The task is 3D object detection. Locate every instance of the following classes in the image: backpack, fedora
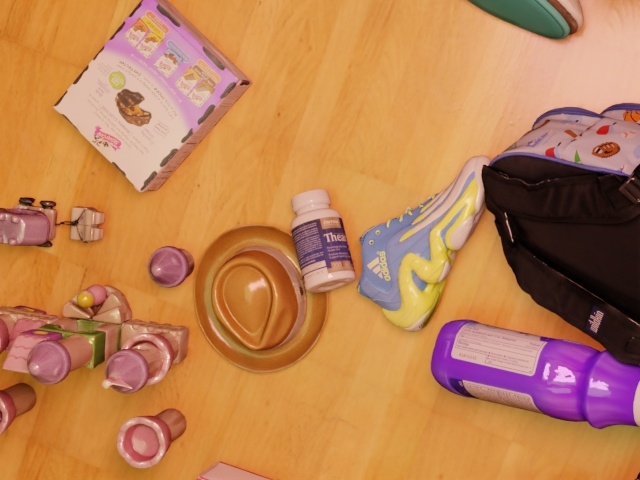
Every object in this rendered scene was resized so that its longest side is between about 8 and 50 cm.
[{"bbox_3d":[0.324,-0.037,1.541,0.263,0.213,0.277,16,134,38],"label":"backpack"},{"bbox_3d":[-0.084,0.077,1.736,0.194,0.079,0.194,1,96,13],"label":"fedora"}]

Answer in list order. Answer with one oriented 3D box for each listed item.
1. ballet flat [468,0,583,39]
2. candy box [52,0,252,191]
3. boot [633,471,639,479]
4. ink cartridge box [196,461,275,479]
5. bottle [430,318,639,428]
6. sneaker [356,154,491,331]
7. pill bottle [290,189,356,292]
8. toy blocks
[{"bbox_3d":[0.151,-0.381,1.625,0.400,0.139,0.139,27,100,7],"label":"ballet flat"},{"bbox_3d":[-0.216,-0.187,1.748,0.165,0.070,0.196,44,102,6],"label":"candy box"},{"bbox_3d":[0.403,0.274,1.610,0.377,0.138,0.284,12,97,11],"label":"boot"},{"bbox_3d":[-0.098,0.431,1.757,0.172,0.100,0.237,17,97,11],"label":"ink cartridge box"},{"bbox_3d":[0.270,0.159,1.592,0.282,0.118,0.092,9,80,39],"label":"bottle"},{"bbox_3d":[0.118,-0.011,1.676,0.126,0.091,0.240,26,101,10],"label":"sneaker"},{"bbox_3d":[0.000,0.000,1.710,0.067,0.067,0.120,-17,76,14],"label":"pill bottle"},{"bbox_3d":[-0.322,0.120,1.701,0.288,0.260,0.309,7,96,13],"label":"toy blocks"}]
